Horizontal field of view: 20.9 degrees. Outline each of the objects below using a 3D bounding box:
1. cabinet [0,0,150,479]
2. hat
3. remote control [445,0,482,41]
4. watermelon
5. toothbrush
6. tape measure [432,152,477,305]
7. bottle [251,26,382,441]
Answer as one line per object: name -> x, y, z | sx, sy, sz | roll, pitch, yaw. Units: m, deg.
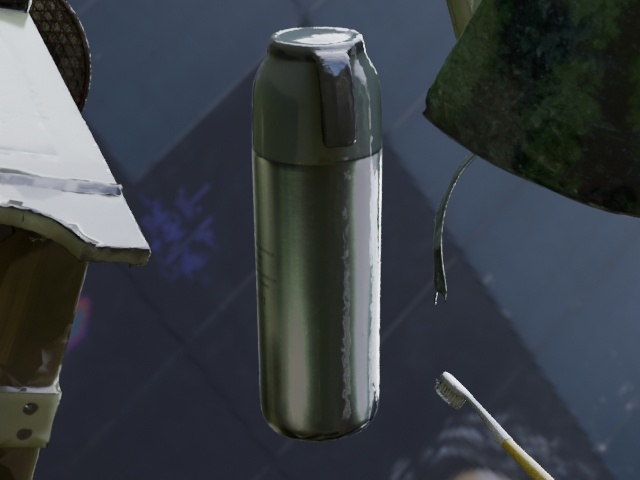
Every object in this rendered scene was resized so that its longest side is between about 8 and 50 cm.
cabinet -> -0.262, 0.033, 0.924 | 0.318, 0.227, 0.290 | 56, -47, 53
hat -> -0.307, -0.160, 1.605 | 0.193, 0.193, 0.082 | 47, 0, -8
remote control -> 0.131, -0.276, 1.475 | 0.038, 0.098, 0.233 | -19, -95, 56
watermelon -> 0.219, -0.176, 1.209 | 0.250, 0.283, 0.292 | 9, 17, -16
toothbrush -> 0.206, 0.227, 1.807 | 0.021, 0.024, 0.288 | 21, 17, -45
tape measure -> 0.218, -0.072, 1.609 | 0.164, 0.330, 0.084 | 24, -24, 25
bottle -> 0.000, 0.000, 1.057 | 0.096, 0.079, 0.254 | -129, -144, -66
